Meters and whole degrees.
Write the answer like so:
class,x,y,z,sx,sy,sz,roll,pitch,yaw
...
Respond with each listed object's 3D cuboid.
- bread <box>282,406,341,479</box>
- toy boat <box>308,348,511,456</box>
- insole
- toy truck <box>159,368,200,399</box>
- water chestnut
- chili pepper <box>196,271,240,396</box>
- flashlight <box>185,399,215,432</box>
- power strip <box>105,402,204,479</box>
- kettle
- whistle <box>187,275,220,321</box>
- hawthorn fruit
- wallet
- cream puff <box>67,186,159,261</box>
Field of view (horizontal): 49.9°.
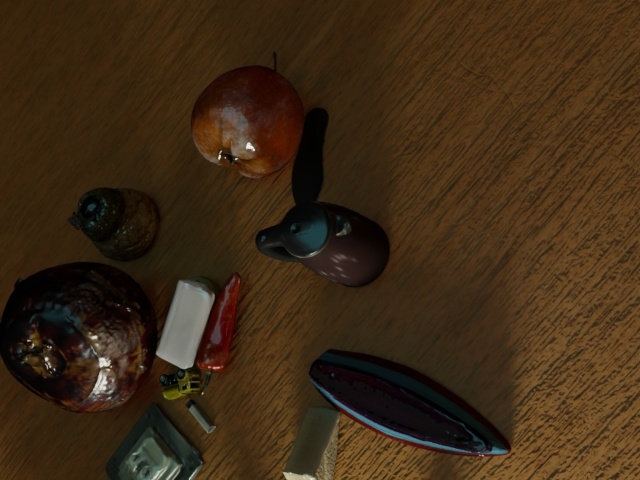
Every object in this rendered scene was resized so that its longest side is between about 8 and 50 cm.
class,x,y,z,sx,sy,sz,roll,pitch,yaw
bread,-0.003,0.411,1.320,0.077,0.105,0.152,5,48,29
toy boat,0.148,0.300,1.243,0.392,0.079,0.136,18,88,33
insole,-0.022,-0.178,1.487,0.080,0.003,0.232,2,78,28
toy truck,-0.301,0.309,1.488,0.083,0.049,0.054,-20,70,24
water chestnut,-0.515,0.195,1.511,0.350,0.302,0.350,2,107,5
chili pepper,-0.215,0.198,1.460,0.071,0.063,0.272,9,81,41
flashlight,-0.257,0.374,1.465,0.083,0.018,0.018,41,99,29
power strip,-0.374,0.487,1.474,0.198,0.064,0.213,37,95,28
kettle,0.000,0.000,1.299,0.202,0.232,0.144,-6,74,27
whistle,-0.292,0.170,1.513,0.104,0.057,0.198,30,91,31
hawthorn fruit,-0.140,-0.254,1.438,0.235,0.231,0.263,41,103,19
wallet,-0.288,0.176,1.469,0.095,0.033,0.190,22,96,19
cream puff,-0.498,-0.048,1.613,0.183,0.169,0.183,-6,76,25
